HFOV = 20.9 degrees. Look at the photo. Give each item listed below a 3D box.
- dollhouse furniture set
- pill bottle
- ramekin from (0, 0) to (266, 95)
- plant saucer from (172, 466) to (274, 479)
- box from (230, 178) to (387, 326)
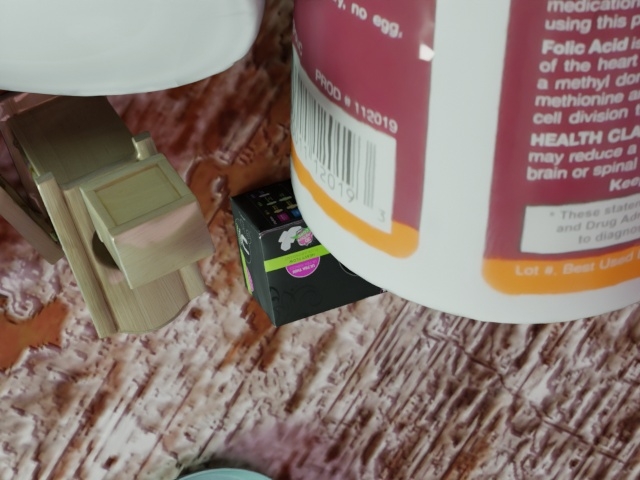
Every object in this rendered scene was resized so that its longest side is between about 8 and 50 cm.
[{"bbox_3d":[-0.143,0.017,0.829,0.161,0.182,0.101,-24,122,-11],"label":"dollhouse furniture set"},{"bbox_3d":[0.099,-0.177,0.769,0.224,0.224,0.392,-12,131,-17],"label":"pill bottle"},{"bbox_3d":[-0.145,-0.166,0.697,0.273,0.273,0.127,18,72,-29],"label":"ramekin"},{"bbox_3d":[-0.070,0.182,1.041,0.119,0.021,0.119,-10,119,-18],"label":"plant saucer"},{"bbox_3d":[0.000,0.000,0.959,0.083,0.052,0.062,-18,120,-15],"label":"box"}]
